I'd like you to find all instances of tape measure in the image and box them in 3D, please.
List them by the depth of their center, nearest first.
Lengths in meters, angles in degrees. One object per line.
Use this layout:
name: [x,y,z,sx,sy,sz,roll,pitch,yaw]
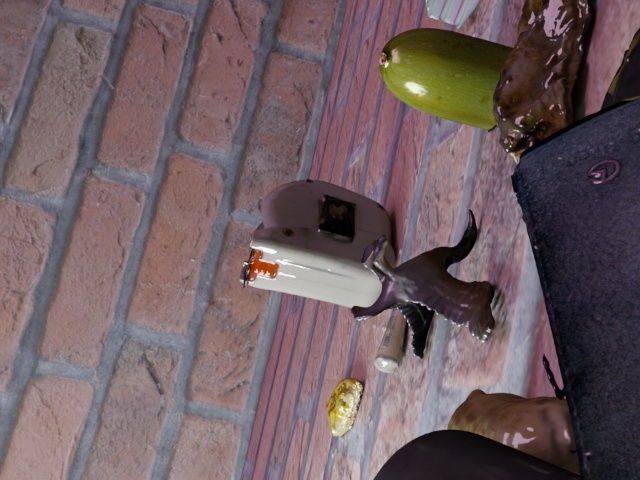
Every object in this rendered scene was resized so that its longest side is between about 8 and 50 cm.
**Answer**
tape measure: [0.000,0.000,1.424,0.265,0.258,0.130,-86,12,-49]

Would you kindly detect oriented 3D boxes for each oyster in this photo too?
oyster: [0.242,-0.176,0.863,0.129,0.078,0.345,136,151,-57]

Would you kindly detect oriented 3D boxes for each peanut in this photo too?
peanut: [0.166,0.174,0.689,0.214,0.099,0.099,171,113,-78]

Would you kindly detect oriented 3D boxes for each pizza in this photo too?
pizza: [0.038,0.300,1.433,0.160,0.036,0.099,123,159,-64]

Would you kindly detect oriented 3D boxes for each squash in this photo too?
squash: [0.162,-0.218,1.044,0.123,0.187,0.123,-170,90,-76]

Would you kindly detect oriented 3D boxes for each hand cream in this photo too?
hand cream: [0.118,0.139,1.232,0.061,0.039,0.143,106,-177,-57]

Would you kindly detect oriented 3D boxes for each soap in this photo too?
soap: [0.218,-0.426,1.268,0.056,0.100,0.149,-85,12,-54]

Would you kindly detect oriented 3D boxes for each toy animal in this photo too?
toy animal: [0.134,0.040,0.982,0.272,0.160,0.197,164,122,-71]

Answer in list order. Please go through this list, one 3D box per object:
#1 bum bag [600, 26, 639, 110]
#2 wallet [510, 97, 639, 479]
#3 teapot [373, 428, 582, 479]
bum bag: [0.255,-0.075,0.633,0.106,0.060,0.232,-124,46,-66]
wallet: [0.211,0.039,0.410,0.191,0.046,0.379,-21,39,20]
teapot: [0.143,0.221,0.489,0.225,0.171,0.203,-19,93,56]
